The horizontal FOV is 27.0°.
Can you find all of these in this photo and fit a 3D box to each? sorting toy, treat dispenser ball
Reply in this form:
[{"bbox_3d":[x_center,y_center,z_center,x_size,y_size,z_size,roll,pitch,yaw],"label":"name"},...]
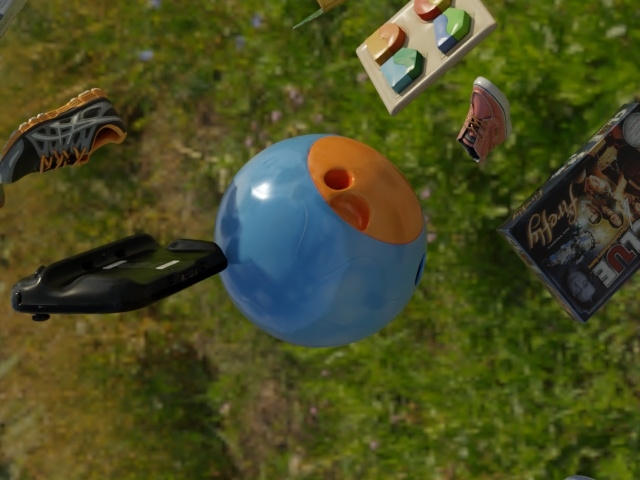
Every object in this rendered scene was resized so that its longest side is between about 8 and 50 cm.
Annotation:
[{"bbox_3d":[0.142,-0.291,1.892,0.193,0.038,0.208,-40,35,15],"label":"sorting toy"},{"bbox_3d":[0.000,0.000,1.789,0.288,0.288,0.288,-4,86,63],"label":"treat dispenser ball"}]

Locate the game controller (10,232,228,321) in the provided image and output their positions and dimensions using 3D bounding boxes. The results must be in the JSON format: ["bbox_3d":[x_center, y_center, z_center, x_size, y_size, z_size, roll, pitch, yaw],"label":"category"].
[{"bbox_3d":[-0.232,0.044,1.595,0.319,0.166,0.067,-29,-55,-70],"label":"game controller"}]

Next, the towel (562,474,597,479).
[{"bbox_3d":[0.372,0.371,1.740,0.209,0.285,0.034,20,100,28],"label":"towel"}]

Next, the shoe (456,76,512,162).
[{"bbox_3d":[0.265,-0.193,2.181,0.063,0.081,0.178,38,171,26],"label":"shoe"}]

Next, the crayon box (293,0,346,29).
[{"bbox_3d":[0.110,-0.344,1.380,0.323,0.203,0.083,-20,106,47],"label":"crayon box"}]

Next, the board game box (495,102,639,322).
[{"bbox_3d":[0.367,-0.036,1.718,0.243,0.165,0.042,-44,14,-9],"label":"board game box"}]

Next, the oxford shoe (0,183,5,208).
[{"bbox_3d":[-0.617,-0.071,1.954,0.146,0.397,0.141,-23,78,13],"label":"oxford shoe"}]

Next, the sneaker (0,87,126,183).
[{"bbox_3d":[-0.369,-0.138,1.904,0.083,0.215,0.084,47,151,11],"label":"sneaker"}]

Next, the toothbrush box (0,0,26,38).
[{"bbox_3d":[-0.568,-0.334,1.764,0.216,0.295,0.126,-52,8,7],"label":"toothbrush box"}]
